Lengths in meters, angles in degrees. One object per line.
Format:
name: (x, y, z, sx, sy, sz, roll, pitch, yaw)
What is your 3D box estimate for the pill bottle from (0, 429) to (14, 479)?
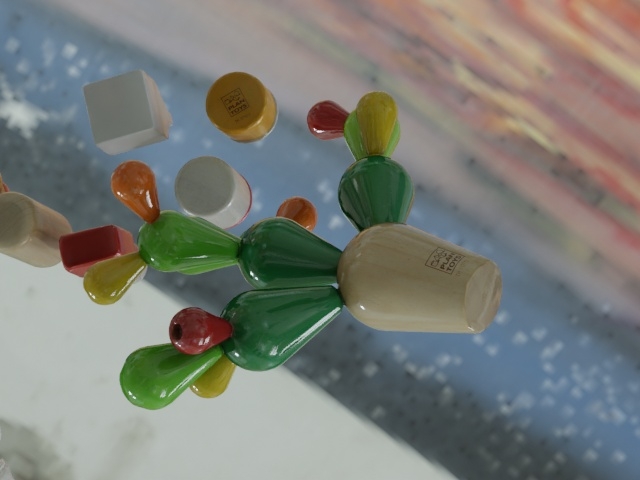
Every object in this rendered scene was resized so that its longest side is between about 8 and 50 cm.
pill bottle: (-0.212, 0.086, 0.979, 0.137, 0.078, 0.078, 64, -149, -7)

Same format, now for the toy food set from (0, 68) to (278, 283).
toy food set: (-0.130, -0.034, 1.225, 0.104, 0.232, 0.111, 41, -146, -77)

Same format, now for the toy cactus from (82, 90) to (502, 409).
toy cactus: (0.000, 0.000, 0.895, 0.180, 0.112, 0.219, 11, -145, 34)
